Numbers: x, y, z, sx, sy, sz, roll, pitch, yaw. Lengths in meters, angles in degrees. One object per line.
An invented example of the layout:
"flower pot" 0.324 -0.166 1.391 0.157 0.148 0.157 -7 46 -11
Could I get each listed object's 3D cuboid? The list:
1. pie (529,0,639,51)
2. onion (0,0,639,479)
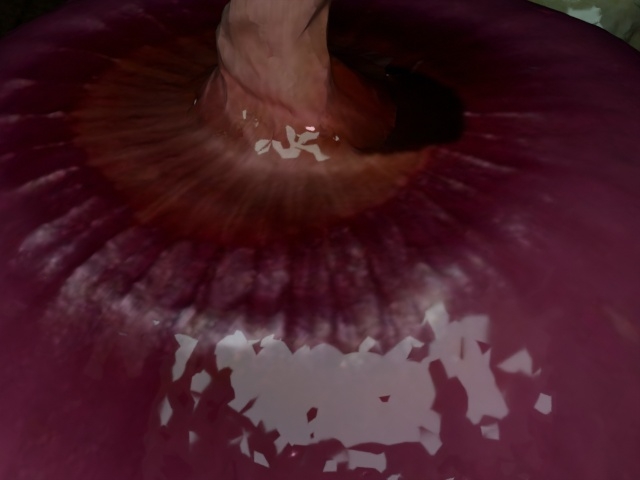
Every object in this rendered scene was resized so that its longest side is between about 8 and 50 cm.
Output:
"pie" 0.051 -0.154 0.989 0.306 0.071 0.306 0 44 0
"onion" 0.004 0.025 0.676 0.358 0.345 0.358 15 13 -4
